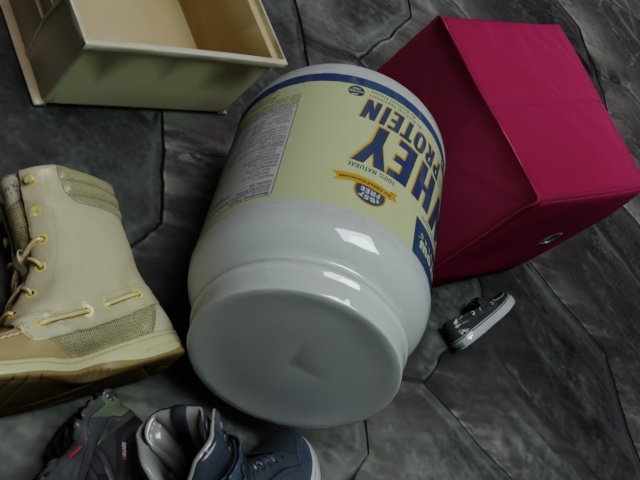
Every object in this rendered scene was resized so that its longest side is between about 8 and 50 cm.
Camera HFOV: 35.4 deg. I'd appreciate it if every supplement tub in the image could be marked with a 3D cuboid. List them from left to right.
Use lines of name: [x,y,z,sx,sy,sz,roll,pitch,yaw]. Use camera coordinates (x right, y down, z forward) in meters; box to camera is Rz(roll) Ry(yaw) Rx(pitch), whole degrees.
supplement tub: [0.000,0.000,1.014,0.235,0.235,0.325,34,41,-20]

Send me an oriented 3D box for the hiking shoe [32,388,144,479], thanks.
hiking shoe: [-0.187,0.224,0.800,0.114,0.086,0.227,39,41,-11]

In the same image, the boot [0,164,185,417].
boot: [-0.254,0.037,0.863,0.262,0.095,0.204,-7,68,-48]

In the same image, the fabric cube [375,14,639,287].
fabric cube: [0.201,-0.106,1.275,0.258,0.254,0.259,-9,69,-47]

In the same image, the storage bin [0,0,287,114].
storage bin: [-0.211,-0.279,1.112,0.262,0.123,0.260,-5,66,-45]

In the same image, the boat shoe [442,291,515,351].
boat shoe: [0.206,0.095,1.294,0.040,0.049,0.142,55,42,3]

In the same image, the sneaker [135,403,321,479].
sneaker: [-0.076,0.191,0.876,0.163,0.086,0.226,68,23,-17]
